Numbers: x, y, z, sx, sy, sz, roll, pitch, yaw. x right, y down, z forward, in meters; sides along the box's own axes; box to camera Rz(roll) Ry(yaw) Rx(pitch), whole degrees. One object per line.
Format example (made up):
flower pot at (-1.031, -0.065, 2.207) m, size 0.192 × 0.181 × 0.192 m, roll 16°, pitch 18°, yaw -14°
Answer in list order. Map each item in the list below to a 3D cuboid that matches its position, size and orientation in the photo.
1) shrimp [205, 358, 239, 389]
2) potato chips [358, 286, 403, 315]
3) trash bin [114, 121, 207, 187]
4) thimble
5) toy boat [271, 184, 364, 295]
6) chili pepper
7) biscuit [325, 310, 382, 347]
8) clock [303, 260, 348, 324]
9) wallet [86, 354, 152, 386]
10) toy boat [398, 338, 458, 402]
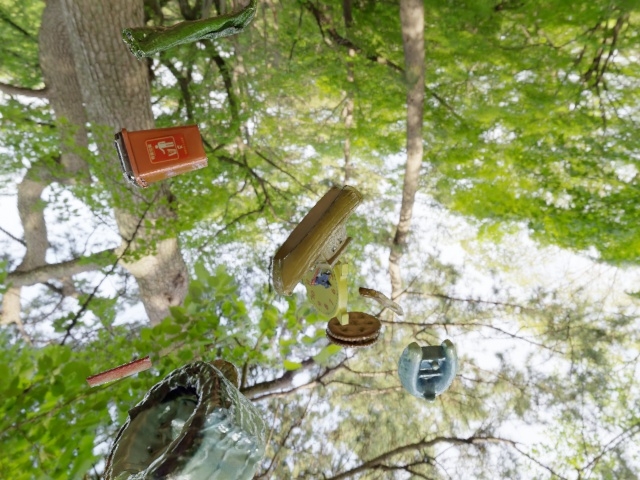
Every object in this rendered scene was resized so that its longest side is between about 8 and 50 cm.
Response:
shrimp at (-0.310, 0.444, 1.185) m, size 0.051 × 0.150 × 0.217 m, roll -22°, pitch -142°, yaw 36°
potato chips at (0.152, 0.146, 0.958) m, size 0.037 × 0.204 × 0.026 m, roll -6°, pitch -114°, yaw 35°
trash bin at (-0.463, -0.256, 1.226) m, size 0.238 × 0.161 × 0.184 m, roll -16°, pitch -176°, yaw -16°
thimble at (-0.201, 0.313, 0.638) m, size 0.237 × 0.150 × 0.237 m, roll -29°, pitch -151°, yaw 18°
toy boat at (0.000, 0.000, 0.946) m, size 0.089 × 0.121 × 0.321 m, roll 1°, pitch -135°, yaw 45°
chili pepper at (-0.293, -0.517, 0.990) m, size 0.359 × 0.076 × 0.085 m, roll -37°, pitch -102°, yaw -30°
biscuit at (0.126, 0.340, 1.585) m, size 0.220 × 0.066 × 0.220 m, roll -1°, pitch -164°, yaw 0°
clock at (0.000, 0.140, 1.452) m, size 0.071 × 0.277 × 0.293 m, roll -12°, pitch -163°, yaw -26°
wallet at (-0.674, 0.444, 1.391) m, size 0.196 × 0.103 × 0.020 m, roll -14°, pitch -119°, yaw -27°
toy boat at (0.398, 0.490, 1.510) m, size 0.215 × 0.330 × 0.123 m, roll -4°, pitch -136°, yaw -6°
